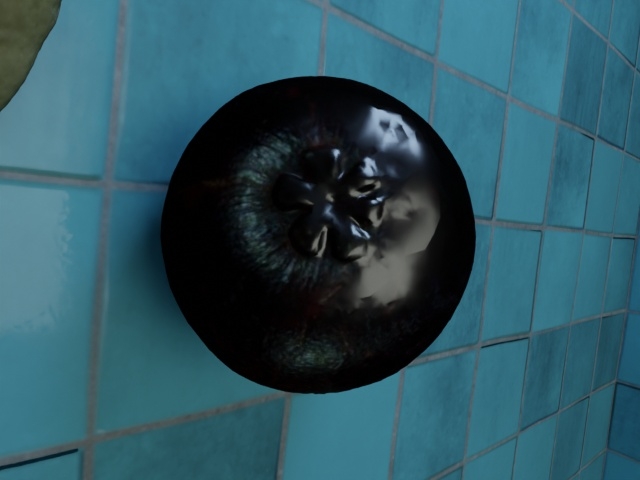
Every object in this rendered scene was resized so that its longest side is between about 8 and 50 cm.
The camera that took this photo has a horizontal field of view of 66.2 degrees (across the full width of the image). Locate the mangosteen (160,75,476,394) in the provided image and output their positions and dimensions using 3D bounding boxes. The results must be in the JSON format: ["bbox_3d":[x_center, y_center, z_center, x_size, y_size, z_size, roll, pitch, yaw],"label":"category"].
[{"bbox_3d":[-0.003,-0.008,0.486,0.300,0.300,0.300,-8,102,-42],"label":"mangosteen"}]

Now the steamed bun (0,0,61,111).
[{"bbox_3d":[-0.268,-0.174,0.274,0.212,0.110,0.231,27,98,-27],"label":"steamed bun"}]
